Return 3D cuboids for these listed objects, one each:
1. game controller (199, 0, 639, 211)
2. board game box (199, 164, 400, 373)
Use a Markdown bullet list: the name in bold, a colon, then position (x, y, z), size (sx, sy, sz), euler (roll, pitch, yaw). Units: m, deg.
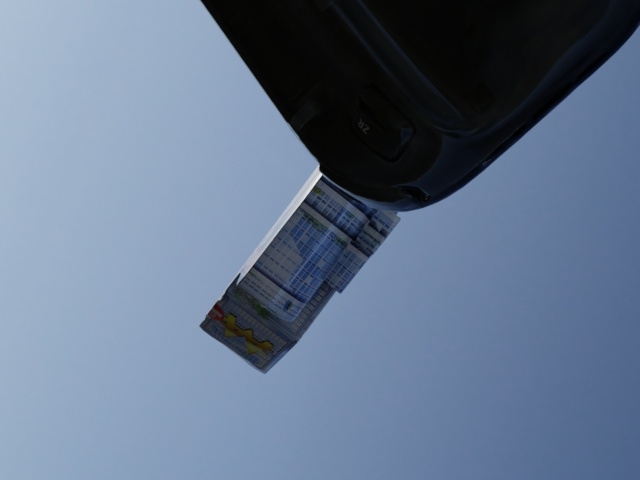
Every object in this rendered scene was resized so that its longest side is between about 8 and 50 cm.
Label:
- **game controller**: position (0.001, -0.168, 0.571), size (0.166, 0.067, 0.319), euler (-38, -115, 9)
- **board game box**: position (0.000, 0.000, 0.852), size (0.194, 0.060, 0.194), euler (-53, -177, 1)
